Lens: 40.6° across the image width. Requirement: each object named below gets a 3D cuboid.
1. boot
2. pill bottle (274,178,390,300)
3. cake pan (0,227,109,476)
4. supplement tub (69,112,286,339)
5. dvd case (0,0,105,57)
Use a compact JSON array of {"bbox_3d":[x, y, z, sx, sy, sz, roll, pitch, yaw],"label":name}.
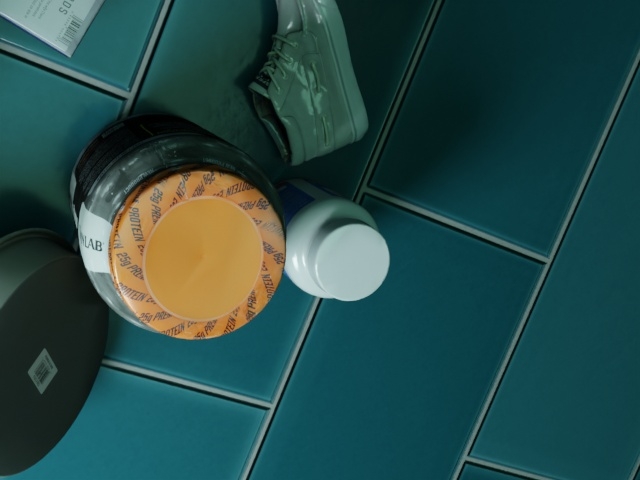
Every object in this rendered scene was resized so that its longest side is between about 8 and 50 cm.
[{"bbox_3d":[-0.034,-0.220,1.068,0.123,0.095,0.258,-28,112,-18],"label":"boot"},{"bbox_3d":[0.000,0.000,1.067,0.124,0.221,0.124,-5,105,-18],"label":"pill bottle"},{"bbox_3d":[-0.329,0.133,0.964,0.054,0.293,0.293,16,100,16],"label":"cake pan"},{"bbox_3d":[-0.161,-0.024,0.943,0.207,0.338,0.207,-4,104,-17],"label":"supplement tub"},{"bbox_3d":[-0.325,-0.332,0.906,0.239,0.029,0.179,31,91,-26],"label":"dvd case"}]
